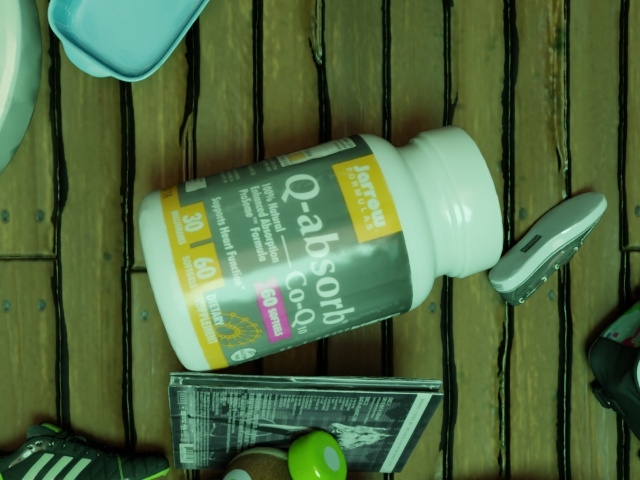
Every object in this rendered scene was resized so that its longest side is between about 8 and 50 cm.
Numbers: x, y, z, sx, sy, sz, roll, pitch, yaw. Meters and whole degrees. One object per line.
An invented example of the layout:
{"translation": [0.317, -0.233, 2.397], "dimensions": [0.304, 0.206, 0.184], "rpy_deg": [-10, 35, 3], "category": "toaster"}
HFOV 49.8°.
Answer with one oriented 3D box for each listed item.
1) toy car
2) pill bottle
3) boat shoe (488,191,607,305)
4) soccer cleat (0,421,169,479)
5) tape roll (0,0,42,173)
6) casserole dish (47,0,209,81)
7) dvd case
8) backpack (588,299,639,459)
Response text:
{"translation": [-0.046, 0.274, 0.552], "dimensions": [0.155, 0.188, 0.149], "rpy_deg": [-32, 100, 25], "category": "toy car"}
{"translation": [0.000, 0.000, 0.591], "dimensions": [0.278, 0.162, 0.162], "rpy_deg": [-17, 93, -6], "category": "pill bottle"}
{"translation": [0.227, 0.008, 0.680], "dimensions": [0.142, 0.049, 0.040], "rpy_deg": [-40, 114, -3], "category": "boat shoe"}
{"translation": [-0.228, 0.200, 0.622], "dimensions": [0.178, 0.060, 0.072], "rpy_deg": [-4, 79, -6], "category": "soccer cleat"}
{"translation": [-0.444, -0.173, 0.579], "dimensions": [0.391, 0.072, 0.392], "rpy_deg": [0, 92, -7], "category": "tape roll"}
{"translation": [-0.161, -0.230, 0.629], "dimensions": [0.114, 0.037, 0.188], "rpy_deg": [35, 88, -7], "category": "casserole dish"}
{"translation": [-0.019, 0.165, 0.608], "dimensions": [0.221, 0.165, 0.018], "rpy_deg": [4, 49, -7], "category": "dvd case"}
{"translation": [0.418, 0.116, 0.640], "dimensions": [0.253, 0.191, 0.225], "rpy_deg": [-38, 95, -10], "category": "backpack"}
